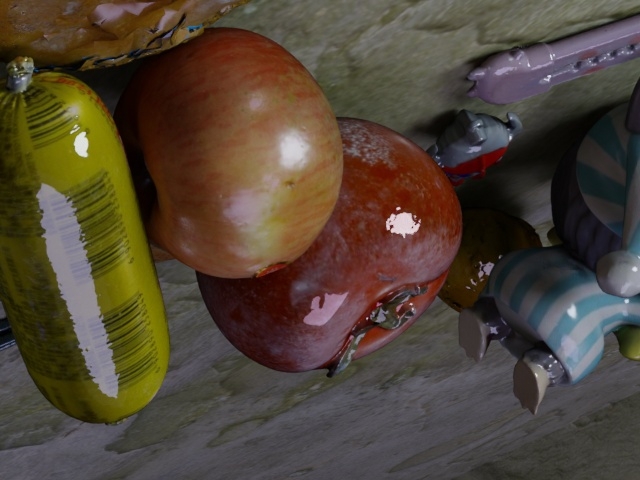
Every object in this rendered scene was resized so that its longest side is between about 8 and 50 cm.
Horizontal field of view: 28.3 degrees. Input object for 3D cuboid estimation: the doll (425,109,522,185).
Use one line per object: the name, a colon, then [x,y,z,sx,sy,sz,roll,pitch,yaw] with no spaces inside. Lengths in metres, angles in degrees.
doll: [0.163,-0.098,1.370,0.104,0.062,0.194,0,169,4]

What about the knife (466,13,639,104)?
knife: [0.336,-0.204,1.260,0.399,0.038,0.132,-17,158,0]

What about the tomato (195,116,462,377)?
tomato: [0.000,0.000,1.246,0.270,0.227,0.270,-34,162,-13]

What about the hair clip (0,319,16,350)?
hair clip: [-0.353,0.096,1.503,0.230,0.039,0.070,-24,160,5]

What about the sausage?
sausage: [-0.193,0.010,0.978,0.123,0.123,0.347,-14,128,-9]

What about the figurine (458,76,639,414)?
figurine: [0.324,-0.051,1.393,0.361,0.266,0.377,-31,136,-19]

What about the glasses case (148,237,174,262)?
glasses case: [-0.213,-0.011,1.314,0.065,0.041,0.170,-12,164,19]

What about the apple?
apple: [-0.079,-0.068,1.020,0.164,0.209,0.209,-14,162,-32]

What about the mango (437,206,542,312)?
mango: [0.219,0.024,1.647,0.156,0.151,0.248,-48,154,-7]

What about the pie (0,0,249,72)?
pie: [-0.135,-0.188,0.866,0.274,0.069,0.273,-11,164,-3]
